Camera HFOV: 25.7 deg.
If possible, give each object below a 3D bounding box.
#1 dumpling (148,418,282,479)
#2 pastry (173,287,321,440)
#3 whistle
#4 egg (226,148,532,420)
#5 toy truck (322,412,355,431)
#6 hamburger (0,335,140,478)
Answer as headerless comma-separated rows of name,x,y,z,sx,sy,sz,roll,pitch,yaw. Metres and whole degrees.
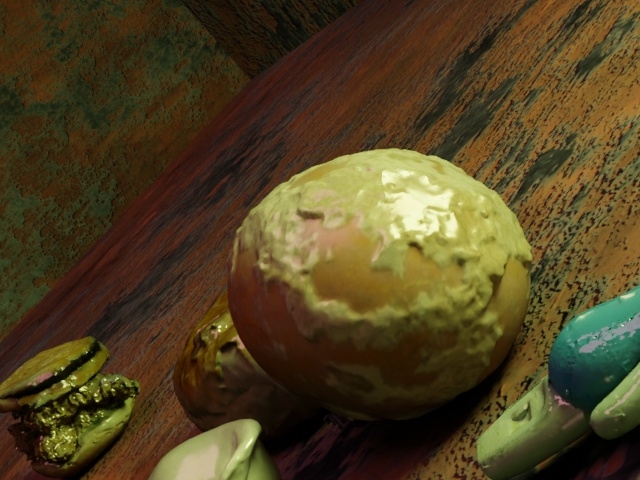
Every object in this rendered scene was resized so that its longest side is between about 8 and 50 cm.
dumpling,-0.082,0.207,0.972,0.169,0.100,0.134,-34,29,41
pastry,-0.031,0.069,1.221,0.257,0.121,0.236,-35,14,32
whistle,0.175,0.052,0.757,0.235,0.077,0.114,-40,19,20
egg,0.037,0.032,0.989,0.233,0.195,0.195,-16,25,37
toy truck,0.037,0.115,1.081,0.083,0.024,0.032,-43,-10,-16
hamburger,-0.276,0.186,1.583,0.185,0.131,0.159,-24,12,37
